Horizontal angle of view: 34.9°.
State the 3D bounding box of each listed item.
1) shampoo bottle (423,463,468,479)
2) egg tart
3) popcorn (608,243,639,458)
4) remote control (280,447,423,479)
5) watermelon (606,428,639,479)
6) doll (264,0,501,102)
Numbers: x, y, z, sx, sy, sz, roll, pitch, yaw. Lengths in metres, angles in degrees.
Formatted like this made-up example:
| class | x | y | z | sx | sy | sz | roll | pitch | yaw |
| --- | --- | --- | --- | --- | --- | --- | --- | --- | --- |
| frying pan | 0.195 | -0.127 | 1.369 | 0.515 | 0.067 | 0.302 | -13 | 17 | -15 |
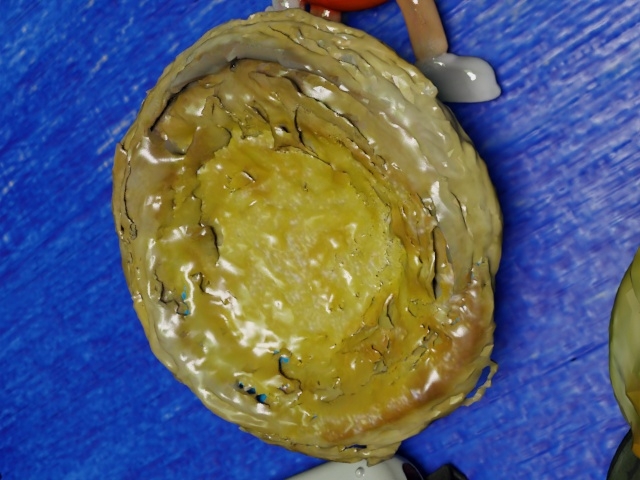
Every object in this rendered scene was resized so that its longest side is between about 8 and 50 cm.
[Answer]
| class | x | y | z | sx | sy | sz | roll | pitch | yaw |
| --- | --- | --- | --- | --- | --- | --- | --- | --- | --- |
| shampoo bottle | 0.046 | 0.202 | 0.685 | 0.137 | 0.027 | 0.048 | -44 | 66 | 23 |
| egg tart | 0.000 | 0.000 | 0.649 | 0.291 | 0.107 | 0.290 | 8 | 110 | 24 |
| popcorn | 0.271 | -0.015 | 0.425 | 0.321 | 0.290 | 0.325 | -31 | 84 | 15 |
| remote control | -0.024 | 0.204 | 0.697 | 0.221 | 0.042 | 0.078 | -29 | 57 | 30 |
| watermelon | 0.208 | 0.130 | 0.575 | 0.078 | 0.078 | 0.110 | 29 | 106 | 21 |
| doll | 0.027 | -0.190 | 0.635 | 0.183 | 0.085 | 0.217 | 0 | 103 | 27 |
